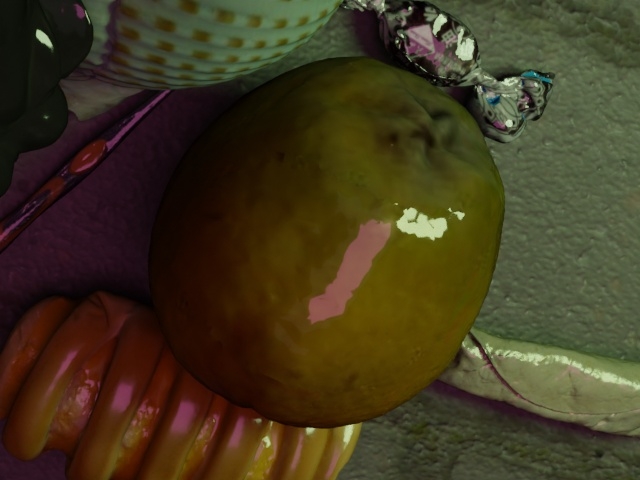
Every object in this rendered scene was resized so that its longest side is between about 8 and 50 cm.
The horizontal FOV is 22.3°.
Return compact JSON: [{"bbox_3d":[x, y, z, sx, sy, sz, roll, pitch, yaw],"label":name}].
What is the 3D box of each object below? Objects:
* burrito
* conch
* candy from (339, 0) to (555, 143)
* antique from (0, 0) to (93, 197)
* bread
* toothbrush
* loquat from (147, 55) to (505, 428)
[{"bbox_3d":[0.222,0.126,1.480,0.275,0.059,0.082,16,117,-17],"label":"burrito"},{"bbox_3d":[-0.128,-0.233,1.209,0.303,0.215,0.319,35,96,-10],"label":"conch"},{"bbox_3d":[0.103,-0.166,1.367,0.226,0.051,0.094,33,87,-22],"label":"candy"},{"bbox_3d":[-0.295,-0.171,1.088,0.255,0.322,0.185,34,65,15],"label":"antique"},{"bbox_3d":[-0.126,0.155,1.372,0.311,0.121,0.172,19,110,-18],"label":"bread"},{"bbox_3d":[-0.196,-0.063,1.338,0.321,0.031,0.023,-40,83,1],"label":"toothbrush"},{"bbox_3d":[0.000,0.000,1.271,0.276,0.276,0.284,26,125,-19],"label":"loquat"}]
